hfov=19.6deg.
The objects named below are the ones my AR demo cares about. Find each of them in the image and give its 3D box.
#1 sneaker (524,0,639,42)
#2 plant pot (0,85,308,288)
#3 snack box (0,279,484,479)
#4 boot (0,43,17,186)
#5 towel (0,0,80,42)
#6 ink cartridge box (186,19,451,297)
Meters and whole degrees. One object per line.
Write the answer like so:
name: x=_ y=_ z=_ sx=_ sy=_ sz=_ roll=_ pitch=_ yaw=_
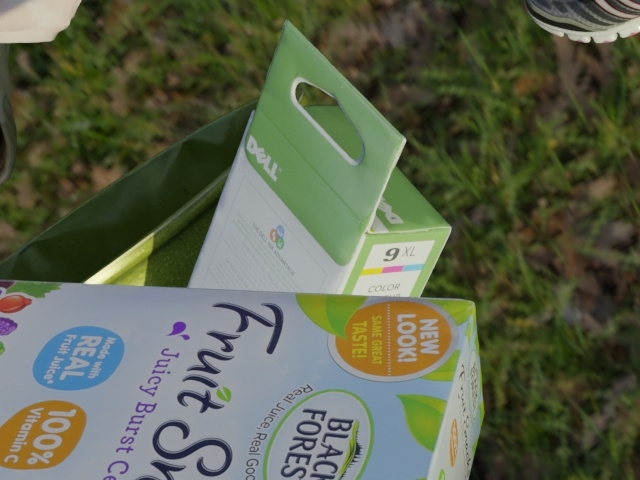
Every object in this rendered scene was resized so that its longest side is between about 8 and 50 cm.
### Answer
sneaker: x=0.184 y=-0.161 z=1.074 sx=0.170 sy=0.075 sz=0.063 roll=2 pitch=60 yaw=42
plant pot: x=-0.067 y=0.143 z=1.268 sx=0.366 sy=0.366 sz=0.353 roll=-33 pitch=101 yaw=6
snack box: x=-0.045 y=0.052 z=0.373 sx=0.141 sy=0.037 sz=0.100 roll=2 pitch=38 yaw=15
boot: x=-0.337 y=-0.188 z=1.630 sx=0.095 sy=0.262 sz=0.203 roll=-14 pitch=50 yaw=3
towel: x=-0.157 y=-0.187 z=0.502 sx=0.053 sy=0.317 sz=0.332 roll=53 pitch=131 yaw=29
ink cartridge box: x=0.000 y=0.000 z=0.964 sx=0.109 sy=0.062 sz=0.209 roll=50 pitch=132 yaw=36
